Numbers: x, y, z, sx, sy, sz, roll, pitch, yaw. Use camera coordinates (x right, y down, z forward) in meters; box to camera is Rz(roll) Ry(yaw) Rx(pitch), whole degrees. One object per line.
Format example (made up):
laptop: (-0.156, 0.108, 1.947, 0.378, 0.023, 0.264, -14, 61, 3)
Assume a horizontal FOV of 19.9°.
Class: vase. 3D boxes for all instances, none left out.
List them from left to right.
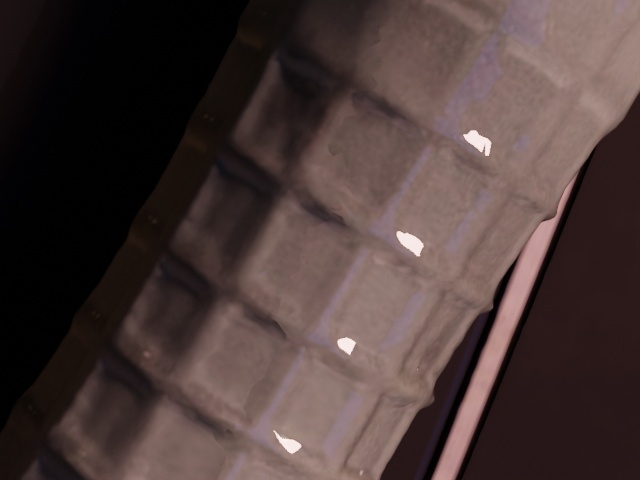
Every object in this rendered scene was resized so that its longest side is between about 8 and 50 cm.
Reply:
vase: (0.000, 0.000, 0.500, 0.143, 0.143, 0.298, 31, 91, -32)
